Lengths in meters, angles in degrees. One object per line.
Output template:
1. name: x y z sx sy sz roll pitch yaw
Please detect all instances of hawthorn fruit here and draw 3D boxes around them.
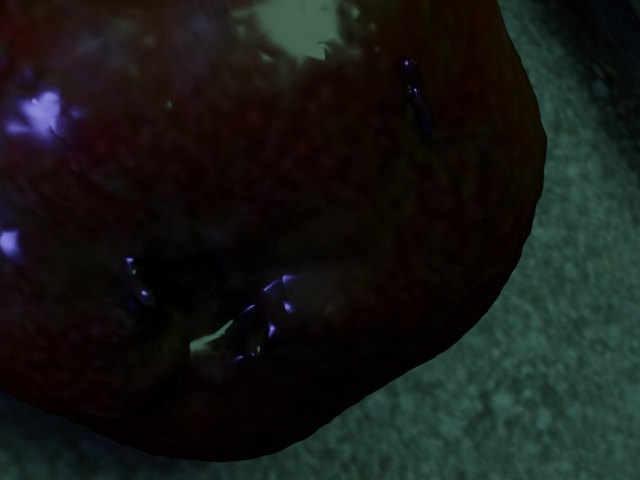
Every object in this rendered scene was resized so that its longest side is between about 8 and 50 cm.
1. hawthorn fruit: -0.063 -0.083 0.893 0.285 0.284 0.369 4 42 -29

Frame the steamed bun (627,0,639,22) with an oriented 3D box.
1. steamed bun: 0.282 -0.253 1.184 0.339 0.247 0.352 -41 113 -26
